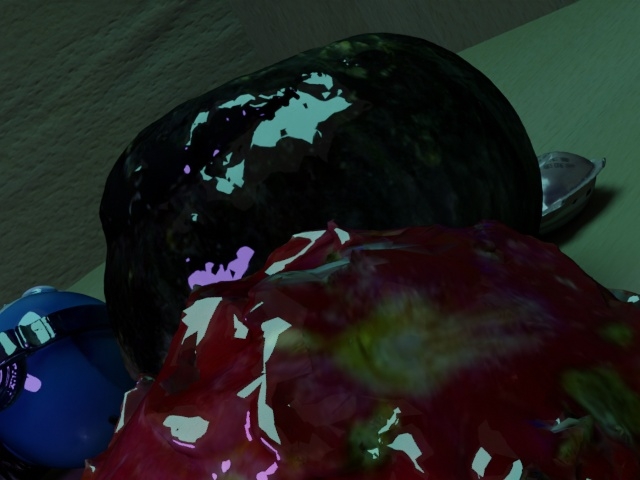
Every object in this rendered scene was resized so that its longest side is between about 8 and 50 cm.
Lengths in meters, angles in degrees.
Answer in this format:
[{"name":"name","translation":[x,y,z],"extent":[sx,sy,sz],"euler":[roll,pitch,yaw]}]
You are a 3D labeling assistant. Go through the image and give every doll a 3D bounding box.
[{"name":"doll","translation":[-0.351,0.196,1.437],"extent":[0.310,0.240,0.284],"euler":[-43,-30,5]}]

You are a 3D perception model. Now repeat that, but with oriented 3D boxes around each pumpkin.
[{"name":"pumpkin","translation":[0.000,0.000,1.118],"extent":[0.454,0.344,0.454],"euler":[-29,-2,-1]}]

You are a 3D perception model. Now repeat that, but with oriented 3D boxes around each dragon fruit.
[{"name":"dragon fruit","translation":[0.055,0.119,0.565],"extent":[0.386,0.249,0.371],"euler":[-11,27,-15]}]

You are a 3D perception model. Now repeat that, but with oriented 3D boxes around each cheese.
[{"name":"cheese","translation":[0.261,-0.062,1.410],"extent":[0.189,0.074,0.286],"euler":[-26,9,13]}]
